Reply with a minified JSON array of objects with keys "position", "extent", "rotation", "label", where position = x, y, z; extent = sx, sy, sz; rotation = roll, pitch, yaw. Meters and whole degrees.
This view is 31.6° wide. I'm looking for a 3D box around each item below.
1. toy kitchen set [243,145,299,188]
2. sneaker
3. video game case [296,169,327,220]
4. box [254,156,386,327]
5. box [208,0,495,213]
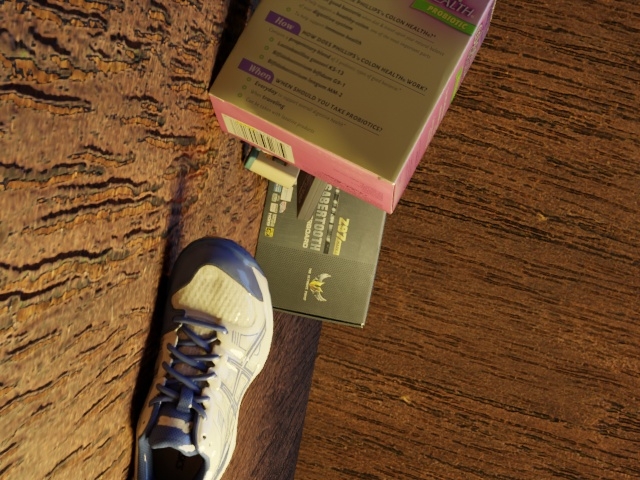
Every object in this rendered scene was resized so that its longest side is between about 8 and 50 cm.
[{"position":[-0.041,-0.194,1.405],"extent":[0.207,0.122,0.166],"rotation":[-57,-169,39],"label":"toy kitchen set"},{"position":[-0.117,0.146,1.100],"extent":[0.131,0.112,0.296],"rotation":[-65,164,-70],"label":"sneaker"},{"position":[-0.004,-0.193,1.600],"extent":[0.196,0.026,0.274],"rotation":[117,-25,-61],"label":"video game case"},{"position":[0.000,0.000,1.703],"extent":[0.059,0.183,0.232],"rotation":[-38,140,-83],"label":"box"},{"position":[0.036,-0.190,1.196],"extent":[0.243,0.214,0.117],"rotation":[-62,172,-11],"label":"box"}]
